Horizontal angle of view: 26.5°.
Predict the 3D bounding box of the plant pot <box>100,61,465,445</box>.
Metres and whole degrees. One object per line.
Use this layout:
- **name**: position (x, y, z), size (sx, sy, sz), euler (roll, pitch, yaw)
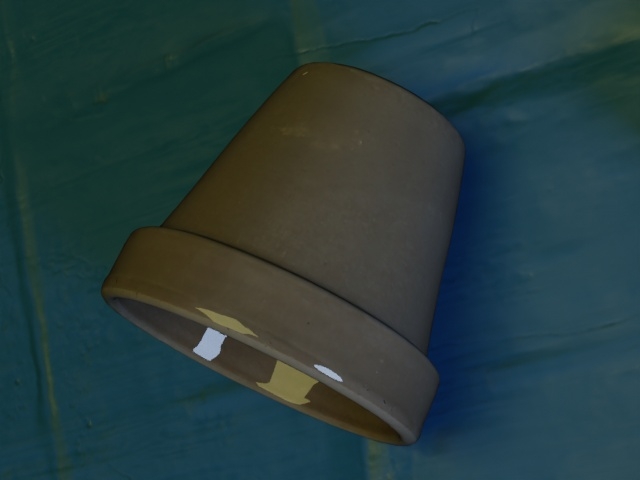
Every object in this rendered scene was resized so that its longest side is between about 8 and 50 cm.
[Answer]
- **plant pot**: position (0.000, 0.000, 1.030), size (0.263, 0.263, 0.229), euler (18, 74, 32)
